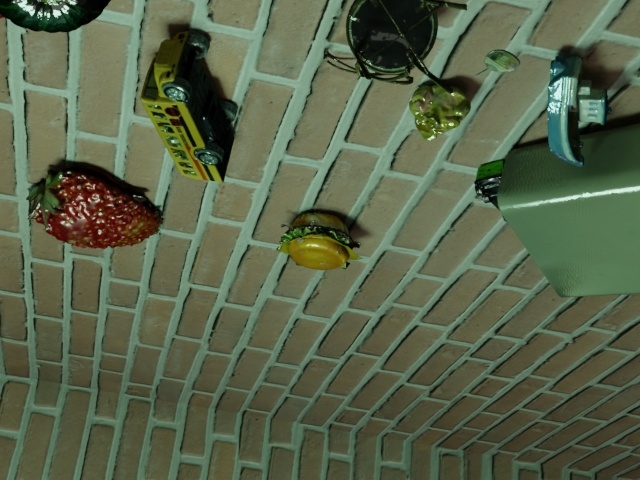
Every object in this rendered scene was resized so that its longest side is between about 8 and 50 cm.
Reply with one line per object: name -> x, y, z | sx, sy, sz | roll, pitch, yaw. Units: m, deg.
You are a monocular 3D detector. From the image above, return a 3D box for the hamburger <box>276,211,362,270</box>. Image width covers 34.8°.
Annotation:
hamburger -> 0.000, 0.002, 2.274 | 0.164, 0.093, 0.189 | -9, 148, 30

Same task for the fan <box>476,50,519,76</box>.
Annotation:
fan -> 0.295, -0.301, 1.731 | 0.080, 0.003, 0.060 | -7, 149, 23

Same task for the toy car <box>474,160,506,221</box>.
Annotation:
toy car -> 0.371, -0.097, 2.041 | 0.071, 0.063, 0.165 | -13, 147, 34

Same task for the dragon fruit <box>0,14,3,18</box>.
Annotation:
dragon fruit -> -0.508, -0.391, 1.620 | 0.153, 0.111, 0.153 | 6, 156, 3

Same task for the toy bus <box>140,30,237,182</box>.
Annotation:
toy bus -> -0.238, -0.237, 1.847 | 0.123, 0.121, 0.335 | 7, 154, 14

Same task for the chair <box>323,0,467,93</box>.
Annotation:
chair -> 0.109, -0.321, 1.602 | 0.159, 0.170, 0.326 | 7, -164, -10

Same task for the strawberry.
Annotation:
strawberry -> -0.481, -0.043, 2.249 | 0.306, 0.138, 0.233 | 25, 146, -28

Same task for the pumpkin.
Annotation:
pumpkin -> -0.401, -0.399, 1.520 | 0.201, 0.140, 0.202 | -10, 138, -9

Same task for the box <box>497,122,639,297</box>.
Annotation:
box -> 0.560, -0.047, 1.910 | 0.343, 0.177, 0.352 | -7, 139, 37

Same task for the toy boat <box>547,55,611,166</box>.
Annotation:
toy boat -> 0.437, -0.214, 1.727 | 0.102, 0.088, 0.215 | 7, 133, 19

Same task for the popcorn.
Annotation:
popcorn -> 0.214, -0.229, 1.805 | 0.109, 0.089, 0.097 | -17, 155, 32
